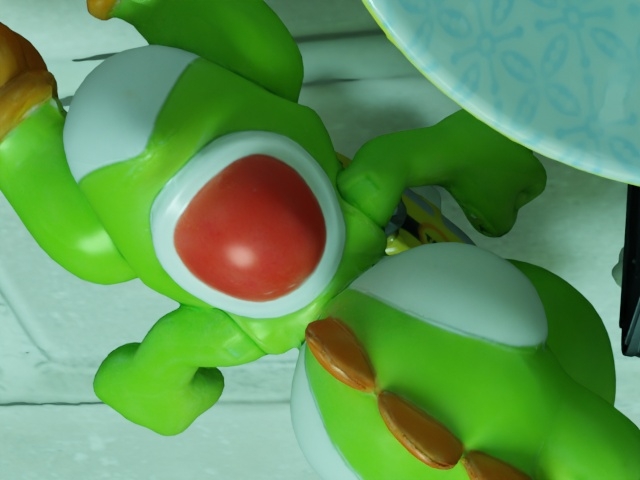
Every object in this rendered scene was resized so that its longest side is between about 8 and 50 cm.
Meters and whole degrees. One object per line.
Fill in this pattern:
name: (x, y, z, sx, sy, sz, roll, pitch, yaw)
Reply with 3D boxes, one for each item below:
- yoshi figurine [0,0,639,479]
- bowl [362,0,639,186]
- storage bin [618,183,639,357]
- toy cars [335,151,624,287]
yoshi figurine: (-0.001, 0.007, 0.719, 0.362, 0.203, 0.203, 44, 141, 8)
bowl: (0.147, -0.173, 0.538, 0.290, 0.156, 0.289, 7, 131, 8)
storage bin: (0.182, -0.043, 0.683, 0.084, 0.180, 0.122, 10, 142, 4)
toy cars: (0.139, 0.019, 0.852, 0.394, 0.087, 0.176, 4, 131, 3)
